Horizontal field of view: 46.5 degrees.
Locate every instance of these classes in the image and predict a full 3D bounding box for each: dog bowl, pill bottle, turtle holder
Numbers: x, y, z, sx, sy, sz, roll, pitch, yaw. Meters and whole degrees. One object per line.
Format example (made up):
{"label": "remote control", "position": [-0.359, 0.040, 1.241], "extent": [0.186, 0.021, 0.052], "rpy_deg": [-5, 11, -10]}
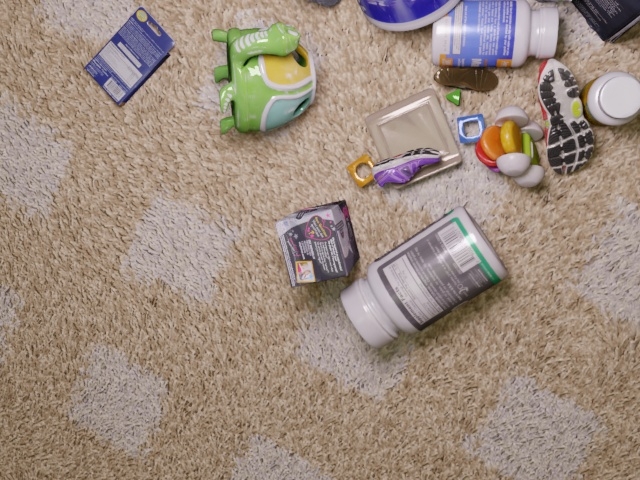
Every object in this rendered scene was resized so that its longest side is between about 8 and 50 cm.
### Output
{"label": "dog bowl", "position": [0.197, -0.604, 1.661], "extent": [0.265, 0.104, 0.265], "rpy_deg": [-11, 60, 21]}
{"label": "pill bottle", "position": [0.393, -0.470, 1.689], "extent": [0.272, 0.152, 0.152], "rpy_deg": [4, 99, 10]}
{"label": "pill bottle", "position": [0.241, 0.094, 1.773], "extent": [0.361, 0.204, 0.204], "rpy_deg": [-34, 91, 14]}
{"label": "turtle holder", "position": [-0.130, -0.400, 1.731], "extent": [0.227, 0.243, 0.320], "rpy_deg": [-5, 136, -9]}
{"label": "pill bottle", "position": [0.642, -0.310, 1.637], "extent": [0.118, 0.208, 0.117], "rpy_deg": [1, 98, 10]}

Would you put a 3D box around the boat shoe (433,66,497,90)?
{"label": "boat shoe", "position": [0.342, -0.386, 1.763], "extent": [0.152, 0.049, 0.056], "rpy_deg": [7, 103, -10]}

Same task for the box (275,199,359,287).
{"label": "box", "position": [0.000, 0.000, 1.781], "extent": [0.142, 0.247, 0.163], "rpy_deg": [-13, 96, 10]}

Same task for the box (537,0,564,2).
{"label": "box", "position": [0.462, -0.570, 1.628], "extent": [0.145, 0.186, 0.038], "rpy_deg": [24, 102, -12]}

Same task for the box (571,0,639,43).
{"label": "box", "position": [0.708, -0.672, 1.439], "extent": [0.480, 0.472, 0.297], "rpy_deg": [-39, 90, 13]}

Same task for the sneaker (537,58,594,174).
{"label": "sneaker", "position": [0.557, -0.287, 1.707], "extent": [0.107, 0.118, 0.279], "rpy_deg": [-11, 121, 12]}

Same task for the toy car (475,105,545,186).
{"label": "toy car", "position": [0.433, -0.208, 1.719], "extent": [0.136, 0.182, 0.159], "rpy_deg": [-13, 66, 38]}

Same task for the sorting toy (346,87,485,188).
{"label": "sorting toy", "position": [0.225, -0.245, 1.809], "extent": [0.348, 0.047, 0.196], "rpy_deg": [-23, 90, 13]}

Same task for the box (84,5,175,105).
{"label": "box", "position": [-0.484, -0.473, 1.909], "extent": [0.225, 0.036, 0.136], "rpy_deg": [-42, 89, 14]}

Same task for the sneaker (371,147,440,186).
{"label": "sneaker", "position": [0.208, -0.173, 1.772], "extent": [0.170, 0.068, 0.071], "rpy_deg": [-16, 106, 21]}

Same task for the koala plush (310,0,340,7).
{"label": "koala plush", "position": [-0.057, -0.682, 1.734], "extent": [0.221, 0.203, 0.196], "rpy_deg": [44, 124, 26]}
